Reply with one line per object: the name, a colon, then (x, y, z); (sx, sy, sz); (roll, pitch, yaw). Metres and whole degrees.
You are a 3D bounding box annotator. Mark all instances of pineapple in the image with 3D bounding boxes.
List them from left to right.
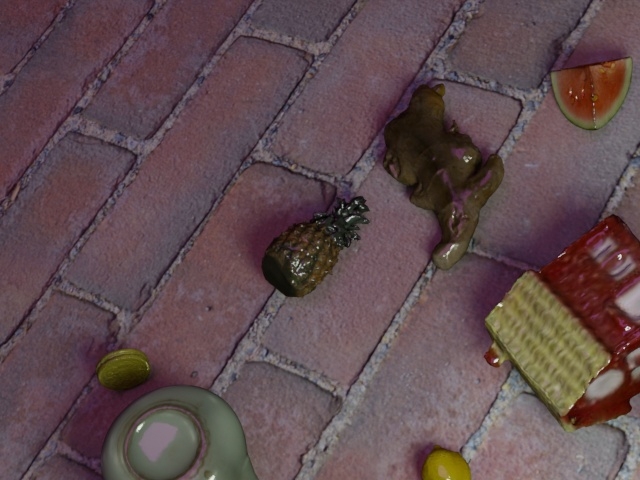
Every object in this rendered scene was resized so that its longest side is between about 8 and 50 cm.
pineapple: (0.000, 0.000, 1.997); (0.108, 0.108, 0.198); (29, 60, 35)

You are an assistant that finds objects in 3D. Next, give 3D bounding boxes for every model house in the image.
model house: (0.354, 0.127, 1.720); (0.254, 0.160, 0.196); (-35, 52, 0)

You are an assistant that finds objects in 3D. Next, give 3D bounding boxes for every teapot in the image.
teapot: (-0.241, 0.349, 1.821); (0.318, 0.149, 0.220); (-34, 61, -4)

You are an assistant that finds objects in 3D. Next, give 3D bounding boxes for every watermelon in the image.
watermelon: (0.417, -0.231, 1.972); (0.125, 0.094, 0.135); (-6, 60, 10)

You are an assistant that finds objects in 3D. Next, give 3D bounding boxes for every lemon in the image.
lemon: (0.167, 0.312, 1.732); (0.065, 0.065, 0.092); (-24, 52, 6)

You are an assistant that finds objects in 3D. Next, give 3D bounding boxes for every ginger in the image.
ginger: (0.187, -0.120, 2.001); (0.166, 0.080, 0.333); (-34, 48, 14)

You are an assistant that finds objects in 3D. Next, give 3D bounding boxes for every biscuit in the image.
biscuit: (-0.303, 0.199, 1.989); (0.084, 0.084, 0.023); (-26, 52, 5)
